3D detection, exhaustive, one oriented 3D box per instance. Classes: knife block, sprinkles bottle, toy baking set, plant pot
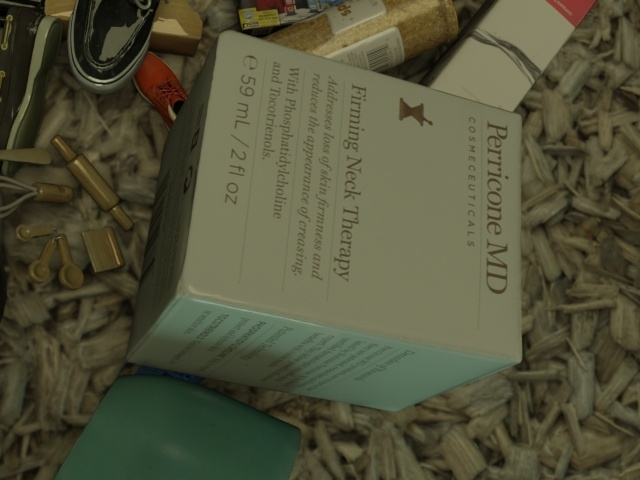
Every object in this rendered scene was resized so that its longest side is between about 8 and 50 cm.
[{"bbox_3d":[-0.334,-0.317,1.309,0.242,0.088,0.275,-41,94,-13],"label":"knife block"},{"bbox_3d":[0.013,-0.266,1.336,0.355,0.121,0.121,-24,90,-4],"label":"sprinkles bottle"},{"bbox_3d":[-0.349,-0.051,1.235,0.256,0.030,0.197,55,35,-14],"label":"toy baking set"},{"bbox_3d":[-0.199,0.304,1.171,0.235,0.293,0.293,31,78,-5],"label":"plant pot"}]

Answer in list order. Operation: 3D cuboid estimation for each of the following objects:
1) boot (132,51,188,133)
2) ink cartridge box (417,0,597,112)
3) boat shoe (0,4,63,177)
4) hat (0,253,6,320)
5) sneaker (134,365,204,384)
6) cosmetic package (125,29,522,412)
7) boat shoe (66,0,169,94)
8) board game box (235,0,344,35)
[{"bbox_3d":[-0.212,-0.206,1.327,0.059,0.084,0.158,-35,91,-13],"label":"boot"},{"bbox_3d":[0.243,-0.253,1.374,0.117,0.207,0.283,40,76,-5],"label":"ink cartridge box"},{"bbox_3d":[-0.408,-0.198,1.264,0.069,0.081,0.227,20,104,-1],"label":"boat shoe"},{"bbox_3d":[-0.549,0.057,1.187,0.331,0.134,0.331,-2,100,-10],"label":"hat"},{"bbox_3d":[-0.183,0.169,1.294,0.209,0.082,0.069,-37,95,-13],"label":"sneaker"},{"bbox_3d":[0.000,0.000,1.181,0.394,0.327,0.329,12,66,-17],"label":"cosmetic package"},{"bbox_3d":[-0.246,-0.342,1.231,0.113,0.105,0.306,25,79,-10],"label":"boat shoe"},{"bbox_3d":[-0.044,-0.406,1.401,0.194,0.060,0.194,-10,85,-14],"label":"board game box"}]
